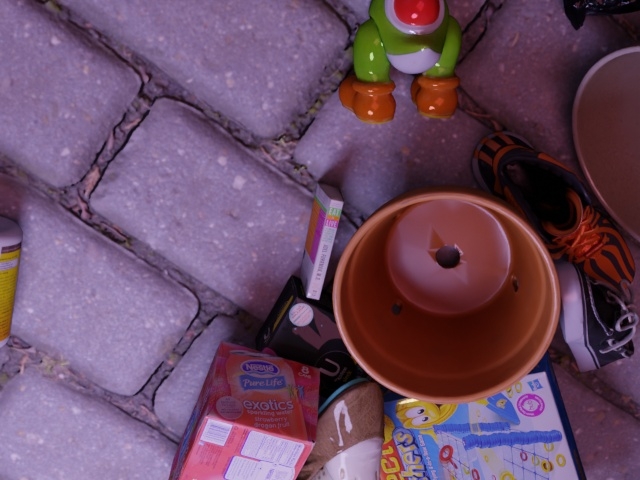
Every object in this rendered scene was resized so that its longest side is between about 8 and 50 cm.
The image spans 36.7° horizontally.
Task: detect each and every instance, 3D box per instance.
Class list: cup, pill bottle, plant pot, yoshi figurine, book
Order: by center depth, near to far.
[{"bbox_3d":[0.103,-0.350,1.264,0.203,0.203,0.362,19,126,29],"label":"yoshi figurine"},{"bbox_3d":[0.543,-0.157,1.294,0.237,0.331,0.331,-34,109,-25],"label":"cup"},{"bbox_3d":[0.174,0.048,1.324,0.291,0.203,0.290,3,108,9],"label":"plant pot"},{"bbox_3d":[-0.481,0.075,1.328,0.117,0.117,0.215,10,105,-9],"label":"pill bottle"},{"bbox_3d":[0.000,0.000,1.368,0.035,0.096,0.144,12,105,-10],"label":"book"}]

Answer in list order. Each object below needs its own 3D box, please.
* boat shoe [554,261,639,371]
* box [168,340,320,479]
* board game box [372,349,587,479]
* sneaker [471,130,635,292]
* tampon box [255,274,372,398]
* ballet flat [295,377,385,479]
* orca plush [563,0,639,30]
[{"bbox_3d":[0.394,0.109,1.359,0.105,0.113,0.306,-13,146,16],"label":"boat shoe"},{"bbox_3d":[-0.118,0.304,1.366,0.154,0.142,0.300,17,128,-8],"label":"box"},{"bbox_3d":[0.229,0.332,1.449,0.302,0.086,0.308,-15,108,18],"label":"board game box"},{"bbox_3d":[0.344,-0.014,1.356,0.321,0.180,0.124,40,99,-15],"label":"sneaker"},{"bbox_3d":[0.002,0.148,1.409,0.161,0.101,0.120,26,102,-13],"label":"tampon box"},{"bbox_3d":[0.019,0.331,1.380,0.116,0.124,0.342,-4,144,-34],"label":"ballet flat"},{"bbox_3d":[0.467,-0.385,1.299,0.287,0.102,0.151,-18,108,0],"label":"orca plush"}]
